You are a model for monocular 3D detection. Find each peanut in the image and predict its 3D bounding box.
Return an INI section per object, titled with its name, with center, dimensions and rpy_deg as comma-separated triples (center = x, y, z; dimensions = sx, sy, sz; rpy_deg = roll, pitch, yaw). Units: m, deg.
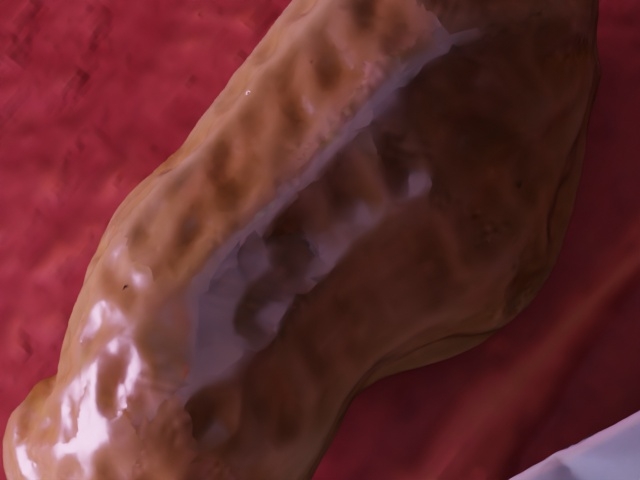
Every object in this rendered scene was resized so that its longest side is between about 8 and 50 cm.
[peanut]
center = 0.000, 0.000, 0.482
dimensions = 0.093, 0.083, 0.194
rpy_deg = 38, 87, -25

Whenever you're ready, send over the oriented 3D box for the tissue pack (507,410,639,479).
[tissue pack]
center = 0.089, 0.179, 0.437
dimensions = 0.177, 0.089, 0.263
rpy_deg = -28, 76, -4
